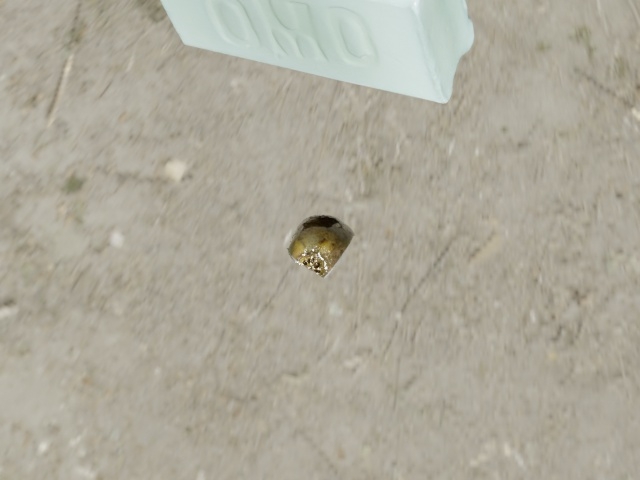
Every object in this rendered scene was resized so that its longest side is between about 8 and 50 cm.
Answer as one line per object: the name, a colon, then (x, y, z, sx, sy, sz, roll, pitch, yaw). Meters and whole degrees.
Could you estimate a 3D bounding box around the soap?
soap: (-0.011, -0.216, 1.534, 0.265, 0.087, 0.160, 15, 157, 22)

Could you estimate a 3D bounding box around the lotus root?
lotus root: (0.002, -0.002, 1.211, 0.037, 0.083, 0.030, 35, 103, 0)
